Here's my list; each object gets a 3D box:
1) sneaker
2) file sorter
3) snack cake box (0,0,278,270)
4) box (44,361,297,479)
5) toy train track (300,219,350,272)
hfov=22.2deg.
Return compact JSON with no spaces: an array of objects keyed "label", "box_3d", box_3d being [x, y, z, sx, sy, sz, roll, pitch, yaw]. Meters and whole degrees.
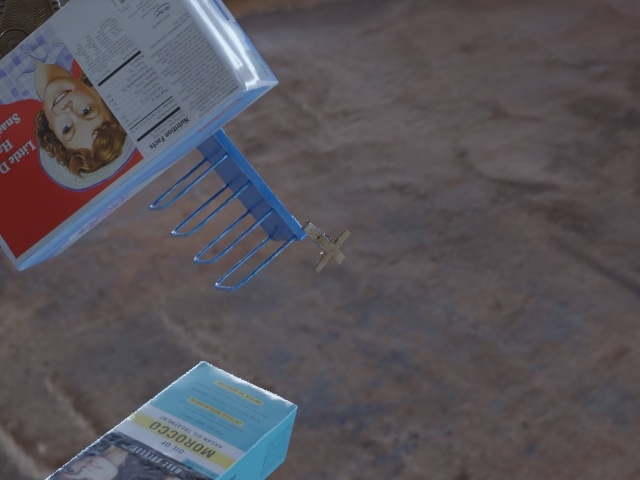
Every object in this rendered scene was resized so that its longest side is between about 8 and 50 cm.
[{"label":"sneaker","box_3d":[-0.389,-0.294,2.173,0.153,0.099,0.282,102,-19,-73]},{"label":"file sorter","box_3d":[-0.119,-0.038,1.804,0.170,0.104,0.118,50,-12,-11]},{"label":"snack cake box","box_3d":[-0.187,-0.113,1.373,0.264,0.089,0.152,-36,-92,20]},{"label":"box","box_3d":[-0.120,0.184,1.300,0.100,0.244,0.060,23,-62,18]},{"label":"toy train track","box_3d":[0.000,0.000,1.498,0.014,0.048,0.083,37,-4,32]}]
